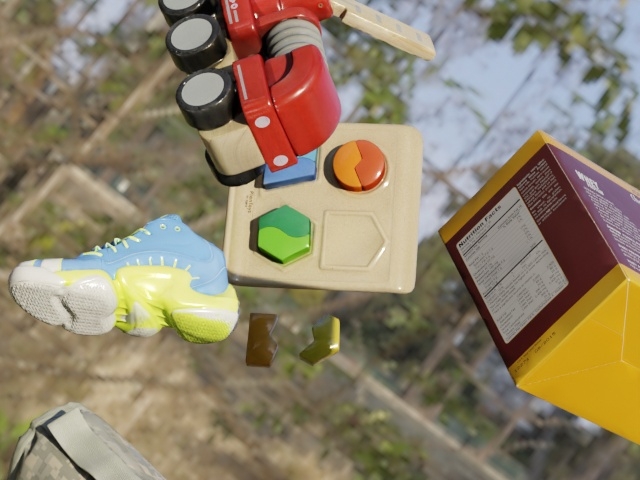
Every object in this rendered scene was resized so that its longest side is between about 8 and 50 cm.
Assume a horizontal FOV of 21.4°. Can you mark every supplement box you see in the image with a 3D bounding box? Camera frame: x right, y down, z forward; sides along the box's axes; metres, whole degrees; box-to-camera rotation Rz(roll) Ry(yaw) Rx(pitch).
[{"bbox_3d":[0.234,0.043,1.424,0.191,0.129,0.194,26,28,-37],"label":"supplement box"}]

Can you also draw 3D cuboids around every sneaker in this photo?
[{"bbox_3d":[-0.199,0.031,1.734,0.240,0.126,0.091,13,-37,-22],"label":"sneaker"}]

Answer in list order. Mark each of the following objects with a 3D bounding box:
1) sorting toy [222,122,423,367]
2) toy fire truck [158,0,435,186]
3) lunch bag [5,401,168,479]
[{"bbox_3d":[0.000,0.000,1.996,0.229,0.307,0.041,4,-19,3],"label":"sorting toy"},{"bbox_3d":[-0.013,-0.177,1.687,0.158,0.246,0.217,65,8,-48],"label":"toy fire truck"},{"bbox_3d":[-0.124,0.278,1.222,0.235,0.169,0.287,35,-35,47],"label":"lunch bag"}]
